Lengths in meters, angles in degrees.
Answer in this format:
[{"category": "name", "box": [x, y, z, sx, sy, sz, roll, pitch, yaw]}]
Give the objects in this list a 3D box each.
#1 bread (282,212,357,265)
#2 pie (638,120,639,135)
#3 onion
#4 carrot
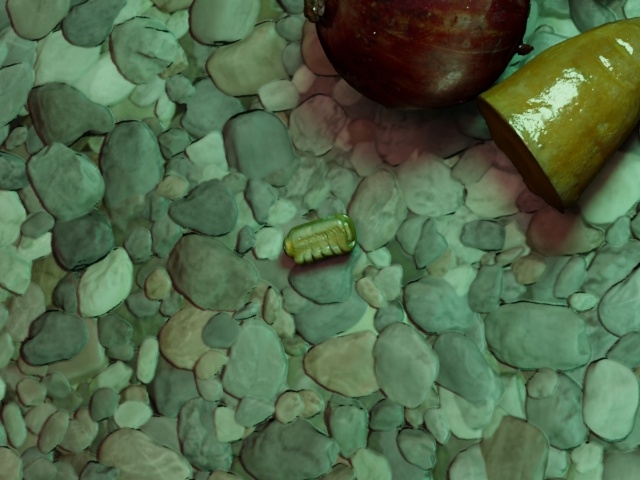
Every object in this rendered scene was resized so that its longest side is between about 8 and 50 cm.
[{"category": "bread", "box": [0.000, 0.000, 2.069, 0.088, 0.033, 0.049, -19, 83, 16]}, {"category": "pie", "box": [0.395, -0.131, 1.987, 0.085, 0.017, 0.085, -6, 71, 16]}, {"category": "onion", "box": [0.104, -0.280, 1.995, 0.276, 0.276, 0.276, -5, 72, 17]}, {"category": "carrot", "box": [0.297, -0.154, 1.971, 0.225, 0.159, 0.159, -37, 65, -8]}]
